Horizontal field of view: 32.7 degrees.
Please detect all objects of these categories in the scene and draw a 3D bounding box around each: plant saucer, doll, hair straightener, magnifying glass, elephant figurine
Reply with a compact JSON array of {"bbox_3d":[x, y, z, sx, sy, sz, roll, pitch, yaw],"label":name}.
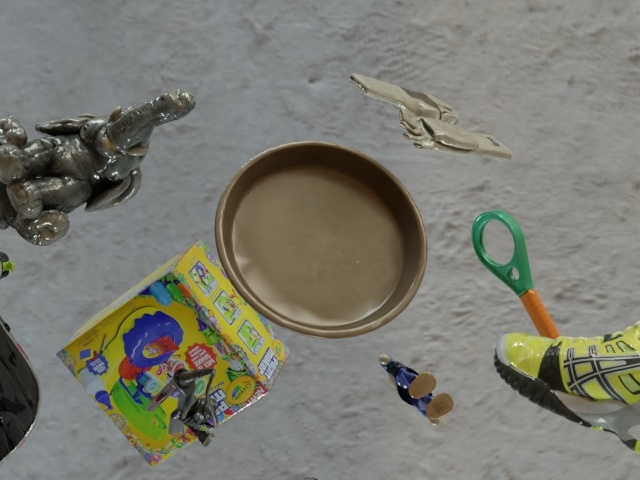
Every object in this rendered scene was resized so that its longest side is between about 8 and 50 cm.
[{"bbox_3d":[0.000,0.000,1.391,0.278,0.278,0.041,61,155,17],"label":"plant saucer"},{"bbox_3d":[0.130,0.208,1.528,0.046,0.189,0.129,-40,99,-7],"label":"doll"},{"bbox_3d":[-0.143,0.191,1.258,0.089,0.047,0.230,47,151,2],"label":"hair straightener"},{"bbox_3d":[0.299,0.058,1.651,0.092,0.026,0.231,-45,68,48],"label":"magnifying glass"},{"bbox_3d":[-0.285,-0.099,1.358,0.186,0.239,0.169,33,142,43],"label":"elephant figurine"}]

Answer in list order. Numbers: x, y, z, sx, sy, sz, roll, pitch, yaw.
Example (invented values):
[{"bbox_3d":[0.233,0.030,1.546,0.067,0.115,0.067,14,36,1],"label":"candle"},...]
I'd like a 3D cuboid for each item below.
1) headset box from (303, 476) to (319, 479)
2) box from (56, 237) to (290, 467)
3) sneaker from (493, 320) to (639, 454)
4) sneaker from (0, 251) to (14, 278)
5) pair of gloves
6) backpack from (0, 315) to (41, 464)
[{"bbox_3d":[-0.026,0.415,1.762,0.062,0.083,0.032,-43,89,-17],"label":"headset box"},{"bbox_3d":[-0.264,0.205,1.993,0.290,0.177,0.279,-35,99,20],"label":"box"},{"bbox_3d":[0.377,0.168,1.347,0.385,0.145,0.147,19,94,51],"label":"sneaker"},{"bbox_3d":[-0.533,0.037,1.542,0.235,0.097,0.084,8,99,27],"label":"sneaker"},{"bbox_3d":[0.171,-0.193,1.759,0.240,0.204,0.042,46,119,44],"label":"pair of gloves"},{"bbox_3d":[-0.469,0.171,1.296,0.191,0.225,0.253,-28,103,38],"label":"backpack"}]
